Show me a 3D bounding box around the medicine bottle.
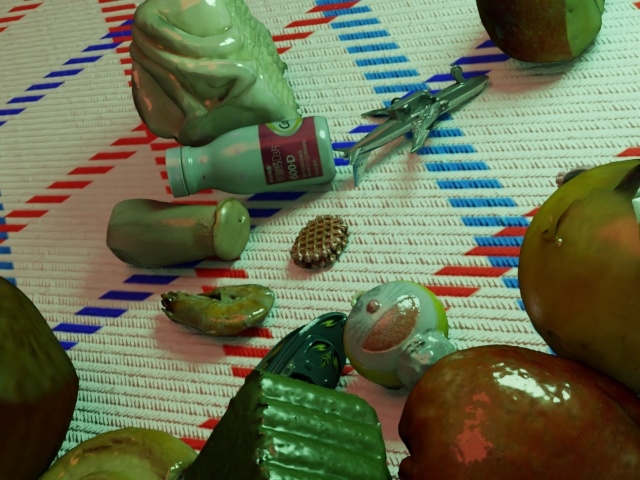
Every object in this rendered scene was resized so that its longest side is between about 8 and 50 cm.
[{"bbox_3d":[-0.092,-0.106,1.700,0.217,0.090,0.090,-9,43,2],"label":"medicine bottle"}]

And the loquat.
[{"bbox_3d":[0.305,0.031,1.202,0.235,0.235,0.235,-21,41,20],"label":"loquat"}]

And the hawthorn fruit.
[{"bbox_3d":[0.195,0.203,1.148,0.261,0.224,0.224,2,49,10],"label":"hawthorn fruit"}]

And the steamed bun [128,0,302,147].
[{"bbox_3d":[-0.174,-0.237,1.790,0.207,0.280,0.268,-27,60,9],"label":"steamed bun"}]

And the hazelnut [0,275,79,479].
[{"bbox_3d":[-0.468,0.202,1.552,0.366,0.366,0.366,-21,41,20],"label":"hazelnut"}]

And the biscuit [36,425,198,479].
[{"bbox_3d":[-0.266,0.328,1.452,0.213,0.091,0.274,2,55,36],"label":"biscuit"}]

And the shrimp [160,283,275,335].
[{"bbox_3d":[-0.137,0.084,1.640,0.190,0.042,0.101,3,33,40],"label":"shrimp"}]

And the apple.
[{"bbox_3d":[0.275,-0.332,1.621,0.174,0.188,0.207,-15,46,20],"label":"apple"}]

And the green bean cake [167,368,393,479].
[{"bbox_3d":[-0.044,0.284,1.217,0.250,0.156,0.247,-60,21,29],"label":"green bean cake"}]

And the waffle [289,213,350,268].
[{"bbox_3d":[0.000,0.000,1.626,0.075,0.029,0.083,13,58,44],"label":"waffle"}]

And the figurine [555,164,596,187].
[{"bbox_3d":[0.282,-0.026,1.422,0.072,0.054,0.129,-13,50,49],"label":"figurine"}]

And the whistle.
[{"bbox_3d":[0.103,0.119,1.368,0.123,0.123,0.223,-42,53,-6],"label":"whistle"}]

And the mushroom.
[{"bbox_3d":[-0.206,-0.011,1.743,0.247,0.108,0.096,0,88,40],"label":"mushroom"}]

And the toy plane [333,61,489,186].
[{"bbox_3d":[0.119,-0.159,1.670,0.226,0.058,0.226,-38,22,0],"label":"toy plane"}]

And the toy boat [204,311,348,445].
[{"bbox_3d":[-0.036,0.178,1.423,0.103,0.093,0.246,6,55,50],"label":"toy boat"}]
